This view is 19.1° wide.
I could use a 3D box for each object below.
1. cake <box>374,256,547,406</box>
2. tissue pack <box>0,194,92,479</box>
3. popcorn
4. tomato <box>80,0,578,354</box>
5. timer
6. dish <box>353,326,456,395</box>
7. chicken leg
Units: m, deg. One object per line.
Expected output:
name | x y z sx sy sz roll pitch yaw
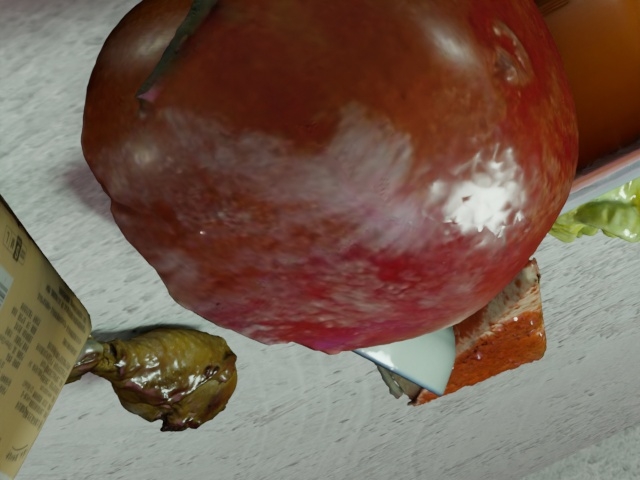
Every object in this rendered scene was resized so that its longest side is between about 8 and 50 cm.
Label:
cake | 0.158 0.023 1.716 0.160 0.158 0.262 -15 161 -32
tissue pack | -0.310 0.059 1.255 0.239 0.238 0.305 -20 163 -1
popcorn | 0.225 -0.066 1.600 0.136 0.162 0.141 28 113 -22
tomato | 0.042 -0.067 1.025 0.309 0.309 0.170 -9 -176 -33
timer | 0.147 -0.068 1.285 0.257 0.161 0.250 -27 -170 20
dish | 0.000 0.000 1.443 0.133 0.273 0.273 -62 160 -2
chicken leg | -0.171 0.116 1.767 0.107 0.087 0.251 -48 148 14
